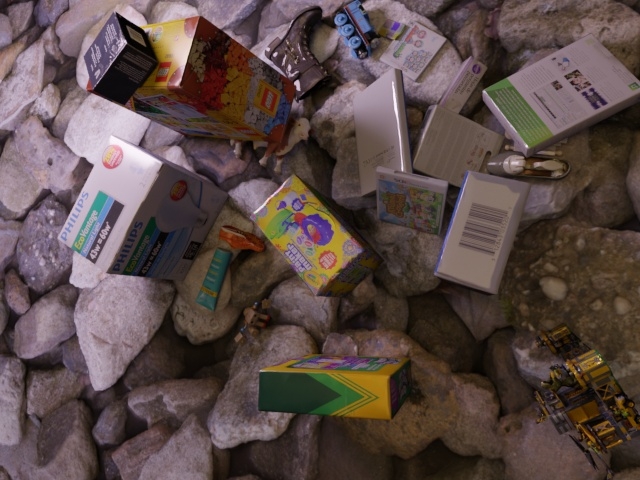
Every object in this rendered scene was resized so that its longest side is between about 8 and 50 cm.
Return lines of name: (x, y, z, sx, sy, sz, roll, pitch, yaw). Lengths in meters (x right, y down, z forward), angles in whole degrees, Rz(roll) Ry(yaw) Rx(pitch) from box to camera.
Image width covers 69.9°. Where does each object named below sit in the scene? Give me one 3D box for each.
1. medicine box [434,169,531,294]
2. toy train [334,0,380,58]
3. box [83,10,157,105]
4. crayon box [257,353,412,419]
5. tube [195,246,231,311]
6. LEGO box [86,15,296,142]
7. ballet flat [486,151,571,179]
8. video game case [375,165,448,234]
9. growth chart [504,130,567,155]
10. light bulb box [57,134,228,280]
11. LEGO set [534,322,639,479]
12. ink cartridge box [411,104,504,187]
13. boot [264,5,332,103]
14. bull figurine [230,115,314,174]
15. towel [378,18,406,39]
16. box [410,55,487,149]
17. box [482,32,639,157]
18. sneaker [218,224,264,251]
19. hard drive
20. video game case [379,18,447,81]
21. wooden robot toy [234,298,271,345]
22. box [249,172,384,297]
medicine box: (0.405, -0.006, 1.165, 0.149, 0.289, 0.263, 17, 88, 17)
toy train: (0.119, -0.672, 1.466, 0.105, 0.080, 0.184, -28, 75, 6)
box: (-0.517, -0.466, 1.177, 0.158, 0.093, 0.155, -41, 58, 21)
crayon box: (0.058, 0.368, 1.188, 0.314, 0.363, 0.105, -2, 82, 18)
tube: (-0.355, 0.127, 1.528, 0.080, 0.052, 0.206, 23, 96, 29)
LEGO box: (-0.390, -0.460, 1.376, 0.501, 0.373, 0.192, 14, 87, 38)
ballet flat: (0.569, -0.207, 1.247, 0.214, 0.068, 0.072, 8, 91, 14)
video game case: (0.250, -0.108, 1.282, 0.194, 0.212, 0.023, 17, 58, 19)
growth chart: (0.627, -0.348, 1.283, 0.172, 0.021, 0.237, 20, 89, 20)
light bulb box: (-0.539, -0.084, 1.448, 0.225, 0.361, 0.357, 29, 92, 20)
LEGO set: (0.570, 0.354, 1.068, 0.192, 0.331, 0.254, -33, 94, 13)
ink cartridge box: (0.381, -0.253, 1.305, 0.233, 0.066, 0.188, 19, 95, -18)
boot: (-0.037, -0.611, 1.514, 0.263, 0.091, 0.229, -42, 78, 13)
bull figurine: (-0.166, -0.331, 1.491, 0.311, 0.101, 0.188, 24, 90, 31)
towel: (0.226, -0.671, 1.454, 0.060, 0.009, 0.083, -52, 54, 5)
box: (0.366, -0.377, 1.340, 0.063, 0.067, 0.323, 32, 93, -7)
box: (0.642, -0.391, 1.231, 0.322, 0.058, 0.232, -26, 63, 6)
sneaker: (-0.259, 0.005, 1.512, 0.175, 0.064, 0.067, 22, 110, 25)
hard drive: (0.179, -0.309, 1.350, 0.210, 0.040, 0.318, -19, 73, 58)
video game case: (0.288, -0.595, 1.429, 0.143, 0.019, 0.157, 39, 95, 19)
wooden robot toy: (-0.218, 0.248, 1.466, 0.079, 0.076, 0.173, 31, 94, 55)
box: (0.000, 0.000, 1.303, 0.177, 0.279, 0.290, -44, 73, 8)
